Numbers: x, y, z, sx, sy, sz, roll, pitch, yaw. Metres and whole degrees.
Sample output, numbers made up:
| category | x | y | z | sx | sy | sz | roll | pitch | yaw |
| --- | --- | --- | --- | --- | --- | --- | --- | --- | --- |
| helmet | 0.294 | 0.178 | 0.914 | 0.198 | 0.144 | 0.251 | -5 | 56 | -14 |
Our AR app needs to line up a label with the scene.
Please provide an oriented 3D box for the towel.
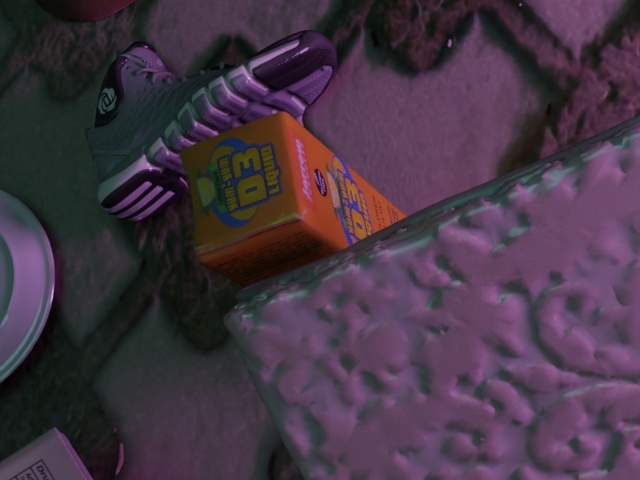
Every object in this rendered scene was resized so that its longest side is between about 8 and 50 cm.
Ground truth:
| category | x | y | z | sx | sy | sz | roll | pitch | yaw |
| --- | --- | --- | --- | --- | --- | --- | --- | --- | --- |
| towel | 0.152 | 0.108 | 0.704 | 0.332 | 0.053 | 0.317 | -23 | 104 | 17 |

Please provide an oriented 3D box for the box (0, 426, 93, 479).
| category | x | y | z | sx | sy | sz | roll | pitch | yaw |
| --- | --- | --- | --- | --- | --- | --- | --- | --- | --- |
| box | -0.238 | 0.256 | 0.816 | 0.232 | 0.127 | 0.148 | -31 | 82 | -17 |

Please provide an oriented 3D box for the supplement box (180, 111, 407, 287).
| category | x | y | z | sx | sy | sz | roll | pitch | yaw |
| --- | --- | --- | --- | --- | --- | --- | --- | --- | --- |
| supplement box | 0.000 | 0.000 | 0.792 | 0.080 | 0.233 | 0.078 | -20 | 66 | 21 |

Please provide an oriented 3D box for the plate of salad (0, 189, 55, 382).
| category | x | y | z | sx | sy | sz | roll | pitch | yaw |
| --- | --- | --- | --- | --- | --- | --- | --- | --- | --- |
| plate of salad | -0.316 | 0.047 | 1.028 | 0.200 | 0.048 | 0.199 | -4 | 71 | 12 |

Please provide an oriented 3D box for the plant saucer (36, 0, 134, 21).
| category | x | y | z | sx | sy | sz | roll | pitch | yaw |
| --- | --- | --- | --- | --- | --- | --- | --- | --- | --- |
| plant saucer | -0.207 | -0.281 | 1.092 | 0.169 | 0.029 | 0.168 | -8 | 71 | 23 |

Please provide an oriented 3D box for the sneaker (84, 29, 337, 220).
| category | x | y | z | sx | sy | sz | roll | pitch | yaw |
| --- | --- | --- | --- | --- | --- | --- | --- | --- | --- |
| sneaker | -0.105 | -0.128 | 0.967 | 0.229 | 0.086 | 0.132 | -34 | 61 | 13 |
